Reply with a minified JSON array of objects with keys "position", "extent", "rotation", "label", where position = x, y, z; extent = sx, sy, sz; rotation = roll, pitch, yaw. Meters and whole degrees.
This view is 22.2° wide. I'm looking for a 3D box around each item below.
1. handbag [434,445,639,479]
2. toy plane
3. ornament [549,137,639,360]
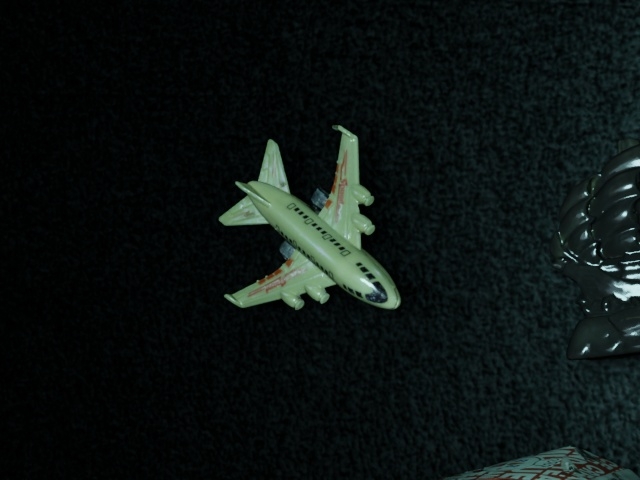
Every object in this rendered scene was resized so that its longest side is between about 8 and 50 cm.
[{"position":[0.174,0.296,1.606],"extent":[0.298,0.171,0.151],"rotation":[-21,76,26],"label":"handbag"},{"position":[0.000,0.000,1.758],"extent":[0.244,0.092,0.229],"rotation":[38,101,23],"label":"toy plane"},{"position":[0.345,-0.017,1.588],"extent":[0.251,0.106,0.261],"rotation":[-11,77,24],"label":"ornament"}]
